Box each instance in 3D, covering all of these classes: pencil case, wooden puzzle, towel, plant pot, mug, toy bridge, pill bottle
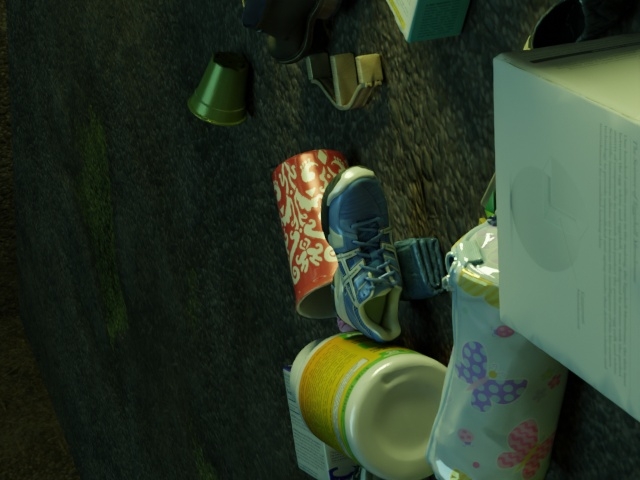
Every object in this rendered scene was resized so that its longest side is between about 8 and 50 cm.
[{"bbox_3d":[0.166,0.113,1.553,0.113,0.124,0.273,-124,29,-48],"label":"pencil case"},{"bbox_3d":[0.174,-0.022,1.617,0.116,0.014,0.079,104,149,-50],"label":"wooden puzzle"},{"bbox_3d":[0.098,0.032,1.837,0.119,0.029,0.067,165,93,-70],"label":"towel"},{"bbox_3d":[-0.129,-0.209,2.283,0.083,0.083,0.079,59,139,44],"label":"plant pot"},{"bbox_3d":[-0.005,-0.002,1.967,0.150,0.113,0.169,-34,61,37],"label":"mug"},{"bbox_3d":[0.027,-0.180,1.921,0.188,0.026,0.063,-163,62,-70],"label":"toy bridge"},{"bbox_3d":[0.052,0.174,1.881,0.245,0.136,0.136,-163,63,-69],"label":"pill bottle"}]

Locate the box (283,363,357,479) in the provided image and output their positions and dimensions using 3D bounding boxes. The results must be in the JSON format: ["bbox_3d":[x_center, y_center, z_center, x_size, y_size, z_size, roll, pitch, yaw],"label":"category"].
[{"bbox_3d":[0.014,0.224,2.115,0.126,0.072,0.137,-165,65,-69],"label":"box"}]

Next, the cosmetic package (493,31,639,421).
[{"bbox_3d":[0.239,-0.016,1.251,0.224,0.138,0.224,-138,41,-62],"label":"cosmetic package"}]

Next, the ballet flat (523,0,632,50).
[{"bbox_3d":[0.200,-0.178,1.401,0.173,0.049,0.057,134,123,-67],"label":"ballet flat"}]

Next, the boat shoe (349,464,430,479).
[{"bbox_3d":[0.096,0.387,1.939,0.091,0.114,0.303,133,135,-66],"label":"boat shoe"}]

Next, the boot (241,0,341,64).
[{"bbox_3d":[-0.052,-0.269,1.948,0.219,0.106,0.082,135,142,-64],"label":"boot"}]

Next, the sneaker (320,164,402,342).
[{"bbox_3d":[0.054,0.015,1.807,0.081,0.080,0.211,43,151,49],"label":"sneaker"}]

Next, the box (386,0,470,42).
[{"bbox_3d":[0.110,-0.305,1.566,0.244,0.060,0.100,104,148,-51],"label":"box"}]

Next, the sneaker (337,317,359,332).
[{"bbox_3d":[0.035,0.068,2.031,0.119,0.047,0.057,50,125,52],"label":"sneaker"}]
